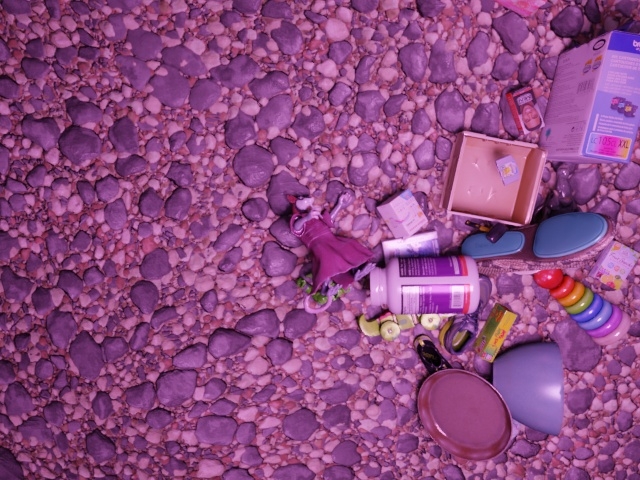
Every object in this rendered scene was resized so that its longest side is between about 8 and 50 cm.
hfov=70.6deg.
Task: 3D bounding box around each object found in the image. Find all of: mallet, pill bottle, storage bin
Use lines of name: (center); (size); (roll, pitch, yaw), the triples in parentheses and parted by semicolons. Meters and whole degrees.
mallet: (0.509, -0.032, 1.434); (0.039, 0.189, 0.062); (43, 83, -18)
pill bottle: (0.319, 0.140, 1.417); (0.322, 0.181, 0.182); (-2, 99, 8)
storage bin: (0.545, -0.198, 1.442); (0.262, 0.123, 0.261); (10, 99, -1)

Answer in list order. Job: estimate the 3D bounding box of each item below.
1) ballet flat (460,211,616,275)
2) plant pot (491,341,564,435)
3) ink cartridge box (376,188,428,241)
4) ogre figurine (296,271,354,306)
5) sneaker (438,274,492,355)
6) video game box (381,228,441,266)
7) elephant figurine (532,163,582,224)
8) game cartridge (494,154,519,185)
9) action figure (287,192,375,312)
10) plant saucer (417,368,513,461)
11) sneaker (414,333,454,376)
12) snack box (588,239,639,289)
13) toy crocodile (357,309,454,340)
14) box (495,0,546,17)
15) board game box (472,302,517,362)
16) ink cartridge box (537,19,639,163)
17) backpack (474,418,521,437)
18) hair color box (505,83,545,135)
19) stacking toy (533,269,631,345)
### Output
ballet flat: (0.652, 0.030, 1.347); (0.182, 0.482, 0.164); (34, 64, -24)
plant pot: (0.669, 0.472, 1.488); (0.195, 0.290, 0.291); (2, 100, 19)
ink cartridge box: (0.270, -0.078, 1.467); (0.092, 0.090, 0.143); (-37, 98, -21)
ogre figurine: (0.026, 0.144, 1.519); (0.197, 0.097, 0.118); (-25, 86, -7)
sneaker: (0.501, 0.259, 1.516); (0.111, 0.121, 0.300); (19, 99, -3)
video game box: (0.314, 0.080, 1.529); (0.187, 0.048, 0.205); (-11, 99, 5)
elephant figurine: (0.773, -0.084, 1.453); (0.169, 0.240, 0.186); (27, 138, -27)
game cartridge: (0.569, -0.215, 1.370); (0.056, 0.017, 0.083); (-25, 98, 1)
action figure: (0.000, 0.000, 1.452); (0.370, 0.248, 0.276); (51, 125, 25)
plant saucer: (0.475, 0.568, 1.491); (0.310, 0.050, 0.311); (7, 101, 35)
sneaker: (0.397, 0.431, 1.557); (0.084, 0.097, 0.235); (-38, 97, 7)
snack box: (0.990, 0.083, 1.523); (0.100, 0.037, 0.141); (27, 98, -4)
toy crocodile: (0.294, 0.257, 1.516); (0.340, 0.115, 0.105); (-17, 88, 8)
box: (0.543, -0.814, 1.333); (0.299, 0.142, 0.154); (25, 99, -3)
board game box: (0.591, 0.311, 1.538); (0.043, 0.092, 0.181); (24, 99, -4)
ink cartridge box: (0.804, -0.431, 1.326); (0.151, 0.270, 0.396); (7, 99, -2)
backpack: (0.573, 0.623, 1.566); (0.188, 0.144, 0.166); (42, 103, 1)
hair color box: (0.655, -0.417, 1.445); (0.071, 0.043, 0.141); (-24, 99, 3)
stacking toy: (0.853, 0.195, 1.510); (0.330, 0.141, 0.141); (40, 98, 2)
